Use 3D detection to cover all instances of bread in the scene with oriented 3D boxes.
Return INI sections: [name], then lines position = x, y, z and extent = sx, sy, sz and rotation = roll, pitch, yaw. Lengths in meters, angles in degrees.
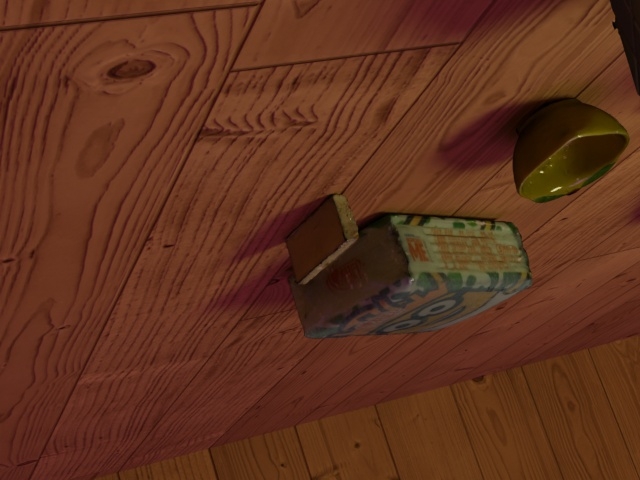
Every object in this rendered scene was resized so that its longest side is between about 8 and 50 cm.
[bread]
position = 0.000, 0.000, 1.506
extent = 0.028, 0.068, 0.153
rotation = -6, 159, -31

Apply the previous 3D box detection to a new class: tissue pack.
[tissue pack]
position = 0.138, 0.057, 1.740
extent = 0.310, 0.128, 0.228
rotation = 3, 153, -47

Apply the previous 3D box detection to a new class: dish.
[dish]
position = 0.297, -0.119, 1.428
extent = 0.148, 0.080, 0.208
rotation = -23, 162, 2

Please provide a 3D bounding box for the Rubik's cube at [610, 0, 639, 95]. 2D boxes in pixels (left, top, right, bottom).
[Rubik's cube]
position = 0.378, -0.204, 1.010
extent = 0.213, 0.265, 0.224
rotation = -19, -169, 7
